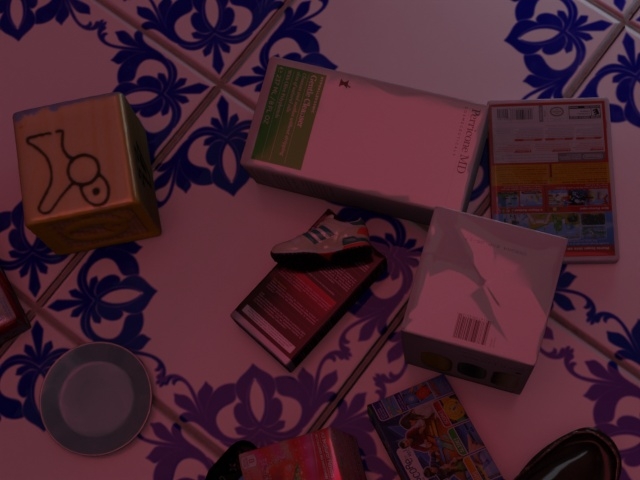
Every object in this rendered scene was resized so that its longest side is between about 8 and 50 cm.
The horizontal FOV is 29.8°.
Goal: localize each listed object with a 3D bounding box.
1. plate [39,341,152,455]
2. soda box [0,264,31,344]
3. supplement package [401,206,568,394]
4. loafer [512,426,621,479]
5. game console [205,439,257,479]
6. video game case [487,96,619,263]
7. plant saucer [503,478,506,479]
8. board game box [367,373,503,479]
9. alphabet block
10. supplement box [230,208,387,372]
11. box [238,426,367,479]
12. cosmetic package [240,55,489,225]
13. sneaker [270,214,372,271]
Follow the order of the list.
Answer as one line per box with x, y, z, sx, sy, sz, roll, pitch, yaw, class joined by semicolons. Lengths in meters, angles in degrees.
-0.365;0.259;1.960;0.188;0.024;0.188;-1;73;4;plate
-0.587;0.049;2.008;0.092;0.083;0.263;-30;74;-3;soda box
0.244;0.098;1.826;0.199;0.262;0.198;15;76;9;supplement package
0.317;0.411;1.753;0.134;0.130;0.366;43;71;14;loafer
-0.040;0.473;1.860;0.361;0.044;0.213;43;81;15;game console
0.383;-0.100;1.994;0.204;0.025;0.285;-1;74;4;video game case
0.212;0.472;1.813;0.278;0.041;0.277;1;67;-2;plant saucer
0.174;0.315;1.848;0.136;0.035;0.201;-20;55;-10;board game box
-0.381;-0.106;1.977;0.193;0.193;0.197;-11;74;3;alphabet block
-0.017;0.081;1.953;0.130;0.073;0.239;41;82;15;supplement box
0.003;0.440;1.749;0.154;0.142;0.299;-18;70;12;box
0.078;-0.155;1.965;0.366;0.155;0.196;13;82;10;cosmetic package
0.000;0.000;1.916;0.161;0.057;0.075;-7;57;4;sneaker
